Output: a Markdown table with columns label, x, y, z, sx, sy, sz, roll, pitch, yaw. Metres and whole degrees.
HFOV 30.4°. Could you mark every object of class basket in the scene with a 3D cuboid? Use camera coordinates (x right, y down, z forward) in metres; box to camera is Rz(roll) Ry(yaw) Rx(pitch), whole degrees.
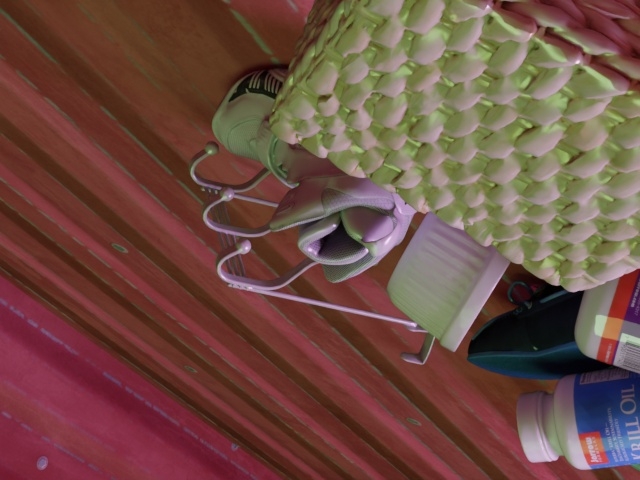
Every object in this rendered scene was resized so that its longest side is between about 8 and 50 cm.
| label | x | y | z | sx | sy | sz | roll | pitch | yaw |
| --- | --- | --- | --- | --- | --- | --- | --- | --- | --- |
| basket | 0.168 | -0.165 | 0.848 | 0.328 | 0.266 | 0.331 | 27 | 161 | -10 |

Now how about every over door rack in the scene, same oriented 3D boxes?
| label | x | y | z | sx | sy | sz | roll | pitch | yaw |
| --- | --- | --- | --- | --- | --- | --- | --- | --- | --- |
| over door rack | 0.000 | 0.000 | 1.498 | 0.324 | 0.108 | 0.239 | 24 | -154 | -29 |

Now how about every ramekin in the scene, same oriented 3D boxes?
| label | x | y | z | sx | sy | sz | roll | pitch | yaw |
| --- | --- | --- | --- | --- | --- | --- | --- | --- | --- |
| ramekin | 0.166 | 0.017 | 1.388 | 0.109 | 0.207 | 0.207 | 32 | 160 | 8 |

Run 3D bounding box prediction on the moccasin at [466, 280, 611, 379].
| label | x | y | z | sx | sy | sz | roll | pitch | yaw |
| --- | --- | --- | --- | --- | --- | --- | --- | --- | --- |
| moccasin | 0.328 | 0.113 | 1.566 | 0.138 | 0.116 | 0.342 | 21 | 158 | -28 |

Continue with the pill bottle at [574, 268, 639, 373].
| label | x | y | z | sx | sy | sz | roll | pitch | yaw |
| --- | --- | --- | --- | --- | --- | --- | --- | --- | --- |
| pill bottle | 0.448 | 0.083 | 1.257 | 0.323 | 0.181 | 0.181 | 17 | 158 | 16 |

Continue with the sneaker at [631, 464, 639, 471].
| label | x | y | z | sx | sy | sz | roll | pitch | yaw |
| --- | --- | --- | --- | --- | --- | --- | --- | --- | --- |
| sneaker | 0.551 | 0.302 | 1.701 | 0.150 | 0.135 | 0.366 | 11 | 165 | -22 |

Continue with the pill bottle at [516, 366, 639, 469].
| label | x | y | z | sx | sy | sz | roll | pitch | yaw |
| --- | --- | --- | --- | --- | --- | --- | --- | --- | --- |
| pill bottle | 0.369 | 0.225 | 1.494 | 0.222 | 0.124 | 0.124 | -13 | 144 | 23 |

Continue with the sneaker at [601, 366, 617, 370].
| label | x | y | z | sx | sy | sz | roll | pitch | yaw |
| --- | --- | --- | --- | --- | --- | --- | --- | --- | --- |
| sneaker | 0.491 | 0.241 | 1.594 | 0.343 | 0.146 | 0.134 | 45 | 173 | 26 |

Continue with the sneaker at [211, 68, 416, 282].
| label | x | y | z | sx | sy | sz | roll | pitch | yaw |
| --- | --- | --- | --- | --- | --- | --- | --- | --- | --- |
| sneaker | -0.018 | -0.078 | 1.333 | 0.366 | 0.210 | 0.137 | 4 | 151 | 43 |
